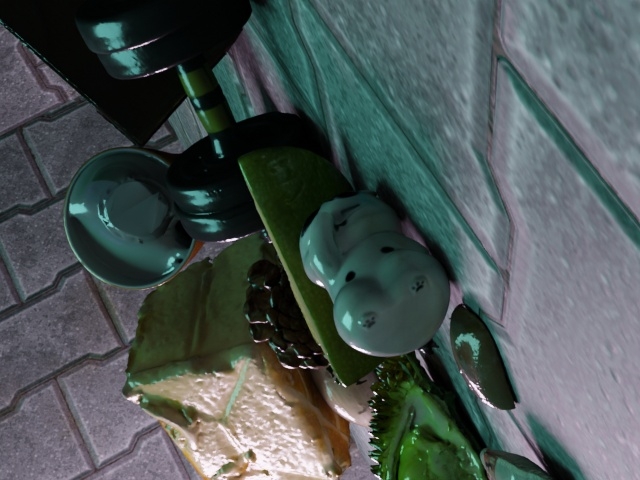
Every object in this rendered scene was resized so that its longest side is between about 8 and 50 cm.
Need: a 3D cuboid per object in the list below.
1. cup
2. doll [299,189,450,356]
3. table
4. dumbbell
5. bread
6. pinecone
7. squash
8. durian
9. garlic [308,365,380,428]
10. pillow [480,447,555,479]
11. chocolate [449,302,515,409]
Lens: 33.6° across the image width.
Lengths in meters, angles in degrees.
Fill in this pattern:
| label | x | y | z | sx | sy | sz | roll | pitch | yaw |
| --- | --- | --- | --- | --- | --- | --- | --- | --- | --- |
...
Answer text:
| label | x | y | z | sx | sy | sz | roll | pitch | yaw |
| --- | --- | --- | --- | --- | --- | --- | --- | --- | --- |
| cup | -0.196 | -0.052 | 1.420 | 0.182 | 0.226 | 0.264 | 66 | -164 | -4 |
| doll | 0.044 | 0.024 | 0.984 | 0.180 | 0.110 | 0.107 | 56 | -179 | 38 |
| table | -0.280 | -0.286 | 1.395 | 0.282 | 0.196 | 0.250 | 41 | 177 | -9 |
| dumbbell | -0.126 | -0.160 | 1.170 | 0.388 | 0.185 | 0.185 | 65 | 172 | -28 |
| bread | -0.128 | 0.240 | 1.936 | 0.390 | 0.279 | 0.371 | 56 | -158 | -33 |
| pinecone | -0.018 | 0.082 | 1.404 | 0.195 | 0.150 | 0.179 | 48 | -124 | -70 |
| squash | 0.000 | 0.000 | 1.178 | 0.203 | 0.111 | 0.288 | -126 | 11 | -72 |
| durian | 0.165 | 0.280 | 1.251 | 0.169 | 0.158 | 0.351 | -34 | 84 | 48 |
| garlic | 0.062 | 0.256 | 1.831 | 0.128 | 0.148 | 0.266 | -24 | 90 | 47 |
| pillow | 0.225 | 0.293 | 0.967 | 0.229 | 0.051 | 0.128 | 62 | 166 | -10 |
| chocolate | 0.140 | 0.109 | 0.947 | 0.064 | 0.031 | 0.100 | 43 | 160 | 55 |
